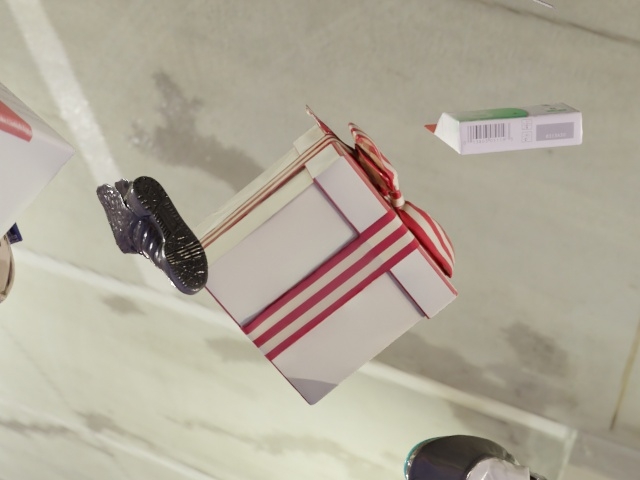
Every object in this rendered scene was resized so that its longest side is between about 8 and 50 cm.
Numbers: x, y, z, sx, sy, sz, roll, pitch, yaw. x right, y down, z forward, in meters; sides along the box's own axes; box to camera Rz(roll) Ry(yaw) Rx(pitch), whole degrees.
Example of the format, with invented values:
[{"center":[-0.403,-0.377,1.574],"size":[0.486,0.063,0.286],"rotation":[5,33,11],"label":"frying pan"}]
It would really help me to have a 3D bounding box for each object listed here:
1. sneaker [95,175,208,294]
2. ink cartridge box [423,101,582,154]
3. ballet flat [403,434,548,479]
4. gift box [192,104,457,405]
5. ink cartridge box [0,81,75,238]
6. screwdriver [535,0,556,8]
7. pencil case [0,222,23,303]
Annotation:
[{"center":[-0.186,-0.004,1.311],"size":[0.089,0.051,0.170],"rotation":[-42,74,48],"label":"sneaker"},{"center":[0.261,-0.179,1.766],"size":[0.181,0.056,0.225],"rotation":[-6,-161,-8],"label":"ink cartridge box"},{"center":[0.215,0.290,1.390],"size":[0.280,0.095,0.096],"rotation":[25,178,-43],"label":"ballet flat"},{"center":[0.000,0.000,1.493],"size":[0.255,0.258,0.276],"rotation":[50,-175,-21],"label":"gift box"},{"center":[-0.384,-0.143,0.805],"size":[0.384,0.160,0.279],"rotation":[41,-179,3],"label":"ink cartridge box"},{"center":[0.323,-0.414,2.001],"size":[0.170,0.025,0.024],"rotation":[38,146,39],"label":"screwdriver"},{"center":[-0.669,0.047,1.836],"size":[0.410,0.183,0.160],"rotation":[-13,160,13],"label":"pencil case"}]
